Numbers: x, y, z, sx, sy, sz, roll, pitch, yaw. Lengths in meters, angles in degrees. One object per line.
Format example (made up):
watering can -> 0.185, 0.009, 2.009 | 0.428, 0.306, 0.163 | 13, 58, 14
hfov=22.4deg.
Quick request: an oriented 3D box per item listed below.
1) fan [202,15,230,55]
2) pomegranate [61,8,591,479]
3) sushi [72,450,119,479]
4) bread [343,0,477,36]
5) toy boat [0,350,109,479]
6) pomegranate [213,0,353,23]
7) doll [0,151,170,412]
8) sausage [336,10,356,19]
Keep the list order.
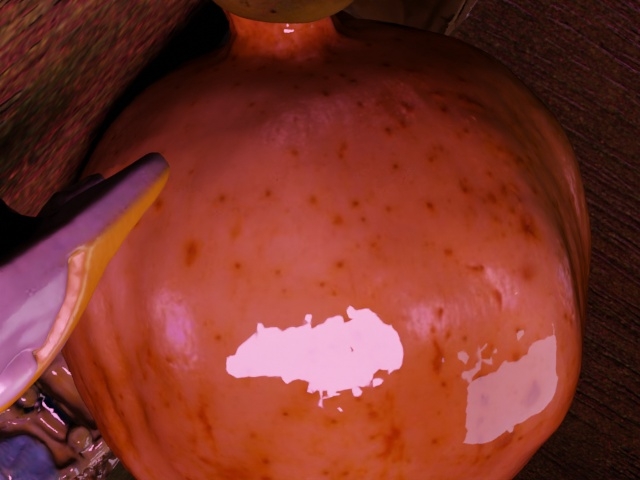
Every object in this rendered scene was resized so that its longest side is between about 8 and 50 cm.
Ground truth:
fan -> -0.059, -0.167, 1.266 | 0.113, 0.005, 0.175 | -55, 175, 2
pomegranate -> 0.000, 0.000, 1.093 | 0.410, 0.410, 0.410 | -54, 177, -4
sushi -> -0.226, 0.164, 1.502 | 0.161, 0.107, 0.241 | -57, 177, -13
bread -> 0.087, -0.254, 1.334 | 0.107, 0.136, 0.241 | -55, 178, -17
toy boat -> -0.181, 0.099, 1.360 | 0.276, 0.111, 0.084 | -53, -178, -21
pomegranate -> -0.020, -0.178, 0.852 | 0.130, 0.130, 0.130 | -54, 177, -4
doll -> -0.193, 0.049, 0.778 | 0.316, 0.103, 0.145 | -43, 174, -47
sausage -> 0.068, -0.256, 1.595 | 0.197, 0.076, 0.076 | -55, 177, -2
